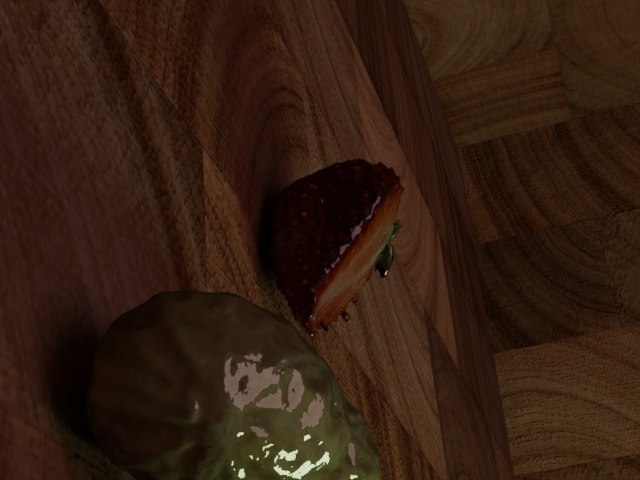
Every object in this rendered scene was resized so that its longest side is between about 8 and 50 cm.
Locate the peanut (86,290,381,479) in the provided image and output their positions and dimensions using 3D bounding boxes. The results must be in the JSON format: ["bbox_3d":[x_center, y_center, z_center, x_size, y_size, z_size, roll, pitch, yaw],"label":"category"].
[{"bbox_3d":[-0.037,0.118,0.693,0.120,0.136,0.298,-64,156,-14],"label":"peanut"}]

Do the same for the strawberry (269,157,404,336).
[{"bbox_3d":[0.003,-0.006,1.094,0.175,0.106,0.236,-66,165,3],"label":"strawberry"}]
